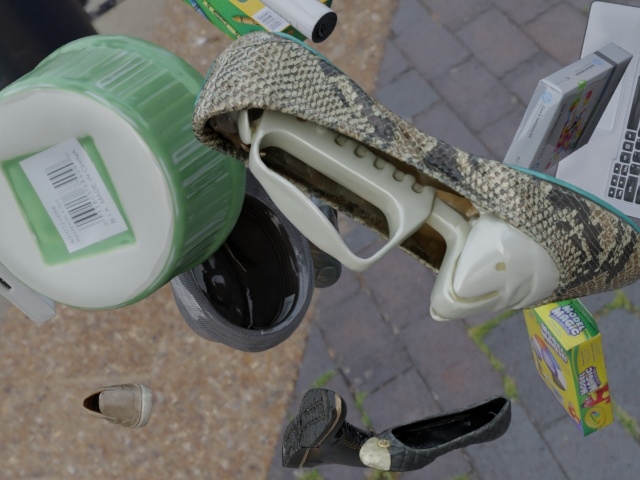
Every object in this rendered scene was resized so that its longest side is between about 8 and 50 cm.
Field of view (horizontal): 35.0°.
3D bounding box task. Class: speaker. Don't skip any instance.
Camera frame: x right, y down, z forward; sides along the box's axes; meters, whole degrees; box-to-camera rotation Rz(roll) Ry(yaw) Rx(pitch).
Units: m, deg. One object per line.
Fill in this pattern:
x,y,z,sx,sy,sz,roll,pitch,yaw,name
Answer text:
-0.039,-0.349,1.503,0.055,0.055,0.136,-43,65,-13,speaker

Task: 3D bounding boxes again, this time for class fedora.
-0.136,0.040,1.482,0.124,0.244,0.275,-32,72,49,fedora

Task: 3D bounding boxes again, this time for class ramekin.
-0.251,-0.069,1.152,0.303,0.303,0.148,-11,19,23,ramekin

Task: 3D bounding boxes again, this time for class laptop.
0.591,-0.193,1.750,0.408,0.382,0.236,18,20,28,laptop

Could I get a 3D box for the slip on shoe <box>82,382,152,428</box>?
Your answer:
-0.231,0.185,1.152,0.135,0.041,0.051,-5,80,58,slip on shoe

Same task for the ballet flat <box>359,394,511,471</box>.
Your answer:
0.116,0.191,1.027,0.173,0.049,0.057,-13,37,-24,ballet flat

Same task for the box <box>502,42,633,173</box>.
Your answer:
0.310,-0.160,1.281,0.038,0.145,0.186,39,43,23,box

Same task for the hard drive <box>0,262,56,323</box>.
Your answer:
-0.481,-0.044,1.522,0.040,0.203,0.307,-29,46,6,hard drive

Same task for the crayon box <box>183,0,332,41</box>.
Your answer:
-0.138,-0.455,1.825,0.278,0.081,0.165,39,55,12,crayon box

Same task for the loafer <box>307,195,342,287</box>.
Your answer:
0.000,0.000,1.675,0.096,0.267,0.084,17,67,4,loafer

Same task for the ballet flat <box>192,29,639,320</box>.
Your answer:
0.088,-0.028,0.993,0.483,0.164,0.182,29,53,-2,ballet flat

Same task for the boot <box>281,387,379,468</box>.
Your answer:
0.037,0.256,1.369,0.137,0.198,0.077,8,61,-15,boot

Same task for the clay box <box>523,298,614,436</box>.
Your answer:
0.315,0.138,1.309,0.053,0.222,0.127,-27,42,-3,clay box
